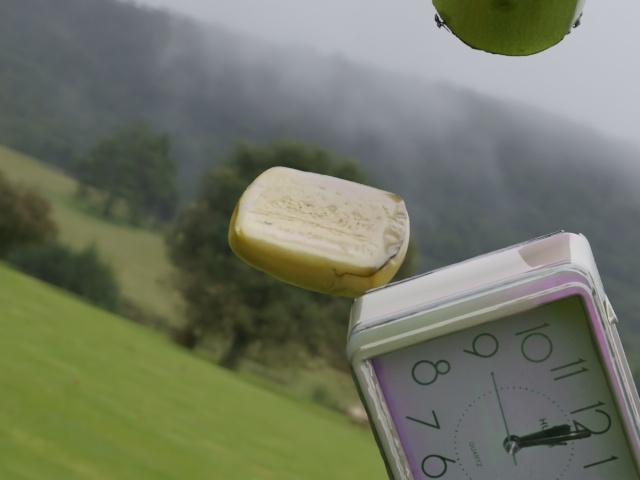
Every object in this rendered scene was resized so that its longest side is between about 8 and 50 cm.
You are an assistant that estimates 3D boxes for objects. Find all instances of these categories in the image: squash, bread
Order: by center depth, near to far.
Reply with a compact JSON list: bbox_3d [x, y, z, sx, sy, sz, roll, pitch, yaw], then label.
[{"bbox_3d":[0.000,0.000,1.165,0.115,0.082,0.056,11,-40,11],"label":"bread"},{"bbox_3d":[0.141,-0.217,1.229,0.123,0.123,0.187,21,-22,5],"label":"squash"}]

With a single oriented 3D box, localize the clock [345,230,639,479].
[{"bbox_3d":[0.111,0.107,1.019,0.147,0.192,0.071,-17,14,10],"label":"clock"}]
